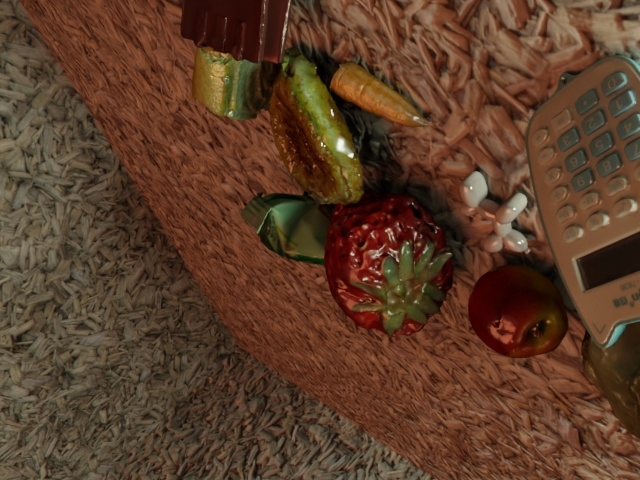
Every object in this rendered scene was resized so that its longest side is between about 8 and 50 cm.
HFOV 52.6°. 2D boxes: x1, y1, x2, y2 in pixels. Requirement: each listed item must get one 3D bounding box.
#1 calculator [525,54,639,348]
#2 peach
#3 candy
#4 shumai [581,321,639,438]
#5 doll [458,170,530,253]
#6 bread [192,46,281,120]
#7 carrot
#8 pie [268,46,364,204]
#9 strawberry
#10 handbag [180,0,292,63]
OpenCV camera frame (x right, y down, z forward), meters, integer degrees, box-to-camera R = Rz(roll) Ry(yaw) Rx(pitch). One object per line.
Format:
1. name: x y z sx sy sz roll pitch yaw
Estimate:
1. calculator: 0.400 -0.062 0.888 0.256 0.054 0.387 -43 59 60
2. peach: 0.384 0.138 1.290 0.197 0.197 0.197 37 155 21
3. candy: -0.003 0.006 1.692 0.397 0.172 0.263 34 -175 -15
4. shumai: 0.562 0.190 0.959 0.323 0.324 0.398 36 153 60
5. doll: 0.332 -0.040 1.231 0.161 0.059 0.160 33 153 28
6. bread: -0.181 -0.382 1.403 0.124 0.186 0.257 40 148 24
7. carrot: 0.118 -0.268 1.238 0.205 0.072 0.072 33 154 14
8. pie: -0.019 -0.227 1.372 0.355 0.102 0.288 61 164 12
9. strawberry: 0.121 0.025 1.450 0.317 0.295 0.345 35 -173 -37
10. handbag: -0.157 -0.479 1.186 0.260 0.084 0.276 26 118 37
